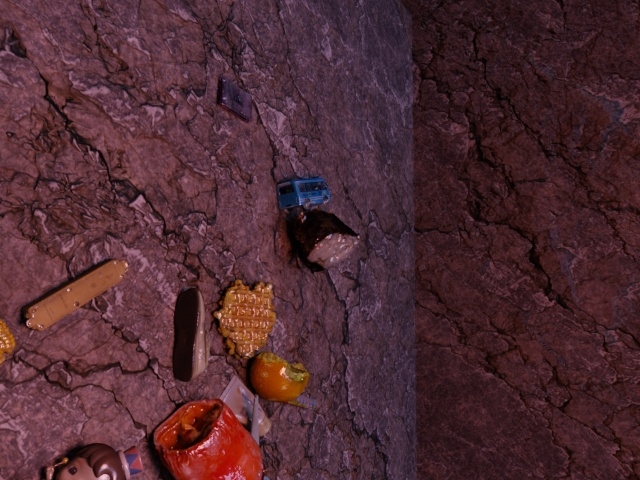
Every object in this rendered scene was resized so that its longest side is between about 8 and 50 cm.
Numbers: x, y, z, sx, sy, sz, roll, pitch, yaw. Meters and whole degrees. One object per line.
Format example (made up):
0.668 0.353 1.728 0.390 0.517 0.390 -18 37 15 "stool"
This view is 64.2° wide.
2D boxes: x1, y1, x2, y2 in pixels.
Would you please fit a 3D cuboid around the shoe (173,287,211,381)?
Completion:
-0.379 0.280 1.536 0.098 0.103 0.274 7 87 -59 "shoe"

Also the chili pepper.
-0.311 0.622 1.491 0.251 0.229 0.305 -42 124 -33 "chili pepper"

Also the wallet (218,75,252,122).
-0.300 -0.496 1.806 0.166 0.030 0.111 21 64 -58 "wallet"

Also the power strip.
-0.592 0.124 1.254 0.305 0.044 0.064 -42 122 -50 "power strip"

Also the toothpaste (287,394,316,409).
-0.080 0.631 2.011 0.193 0.070 0.044 38 57 -51 "toothpaste"

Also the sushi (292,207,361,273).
0.000 0.000 2.073 0.234 0.207 0.349 -48 157 11 "sushi"

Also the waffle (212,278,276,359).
-0.254 0.261 1.778 0.301 0.058 0.281 -27 112 -58 "waffle"

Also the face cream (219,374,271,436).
-0.257 0.576 1.746 0.224 0.070 0.114 58 40 -25 "face cream"

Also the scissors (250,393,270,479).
-0.227 0.728 1.722 0.193 0.029 0.446 -11 107 -56 "scissors"

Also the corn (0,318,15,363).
-0.718 0.133 1.001 0.101 0.101 0.291 -56 129 -45 "corn"

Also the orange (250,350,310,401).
-0.147 0.491 1.808 0.237 0.179 0.158 43 56 -58 "orange"

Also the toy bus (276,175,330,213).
-0.066 -0.189 2.078 0.246 0.114 0.134 -16 94 -56 "toy bus"

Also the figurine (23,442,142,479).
-0.546 0.557 1.170 0.161 0.158 0.276 47 33 12 "figurine"
